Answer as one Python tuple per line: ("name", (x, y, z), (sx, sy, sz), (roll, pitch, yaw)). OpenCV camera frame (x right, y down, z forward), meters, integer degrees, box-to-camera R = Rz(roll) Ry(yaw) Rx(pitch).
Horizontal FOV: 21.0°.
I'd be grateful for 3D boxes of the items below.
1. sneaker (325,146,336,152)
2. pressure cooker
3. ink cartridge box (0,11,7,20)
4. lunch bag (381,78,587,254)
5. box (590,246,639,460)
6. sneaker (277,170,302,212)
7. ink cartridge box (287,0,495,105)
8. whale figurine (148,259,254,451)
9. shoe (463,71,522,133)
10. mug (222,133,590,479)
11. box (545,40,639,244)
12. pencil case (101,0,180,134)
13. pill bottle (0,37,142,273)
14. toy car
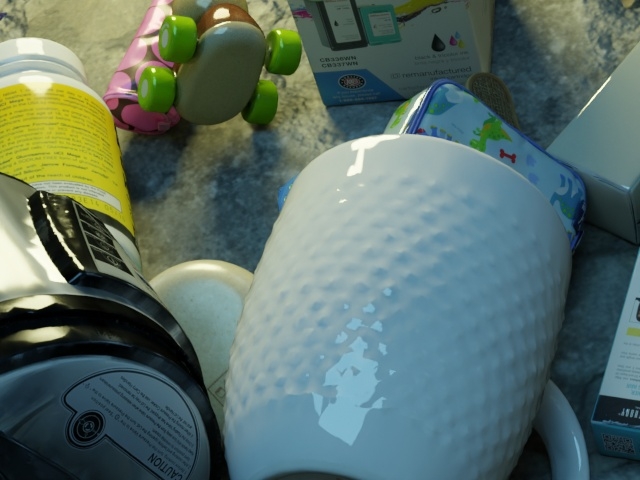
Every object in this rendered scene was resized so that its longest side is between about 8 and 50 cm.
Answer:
("sneaker", (0.058, 0.012, 1.726), (0.098, 0.083, 0.223), (-40, 87, -7))
("pressure cooker", (-0.288, 0.171, 1.490), (0.370, 0.375, 0.420), (-6, 31, -31))
("ink cartridge box", (-0.513, -0.139, 1.909), (0.303, 0.307, 0.072), (-41, 76, 23))
("lunch bag", (0.149, -0.034, 1.685), (0.090, 0.219, 0.176), (-29, 26, 54))
("box", (0.336, 0.094, 1.642), (0.101, 0.060, 0.244), (7, 55, 23))
("sneaker", (0.000, 0.000, 1.823), (0.126, 0.091, 0.240), (1, 51, 42))
("ink cartridge box", (0.074, -0.315, 1.915), (0.198, 0.270, 0.197), (-4, 52, 15))
("whale figurine", (-0.078, 0.147, 1.704), (0.216, 0.141, 0.272), (-45, 75, -3))
("shoe", (0.186, -0.078, 1.836), (0.077, 0.058, 0.219), (9, 53, -24))
("mug", (0.092, 0.145, 1.514), (0.276, 0.374, 0.328), (-33, 27, 43))
("box", (0.358, -0.134, 1.796), (0.113, 0.094, 0.275), (29, 66, 34))
("pencil case", (-0.178, -0.217, 2.039), (0.098, 0.095, 0.209), (27, 60, -6))
("pill bottle", (-0.305, -0.061, 1.884), (0.188, 0.188, 0.334), (-18, 49, 3))
("toy car", (-0.129, -0.239, 1.967), (0.155, 0.149, 0.188), (5, 46, -26))
